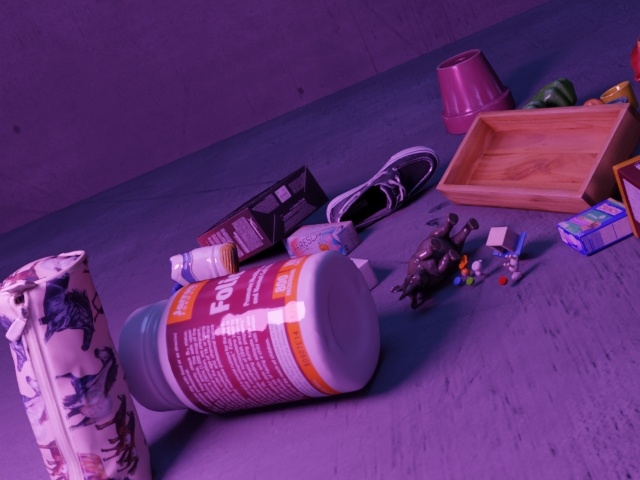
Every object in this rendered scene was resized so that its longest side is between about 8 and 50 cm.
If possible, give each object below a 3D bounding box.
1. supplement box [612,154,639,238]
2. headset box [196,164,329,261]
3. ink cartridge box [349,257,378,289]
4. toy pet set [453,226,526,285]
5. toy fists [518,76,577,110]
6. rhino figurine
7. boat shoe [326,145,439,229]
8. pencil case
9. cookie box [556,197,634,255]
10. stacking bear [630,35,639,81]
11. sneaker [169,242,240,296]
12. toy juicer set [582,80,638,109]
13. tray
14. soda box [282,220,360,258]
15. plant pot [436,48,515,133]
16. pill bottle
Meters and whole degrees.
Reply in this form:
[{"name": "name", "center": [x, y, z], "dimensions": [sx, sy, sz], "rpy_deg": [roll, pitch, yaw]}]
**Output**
[{"name": "supplement box", "center": [0.581, -0.068, 1.297], "dimensions": [0.191, 0.129, 0.194], "rpy_deg": [-23, 19, 5]}, {"name": "headset box", "center": [-0.151, -0.047, 2.110], "dimensions": [0.218, 0.110, 0.293], "rpy_deg": [-40, 9, -38]}, {"name": "ink cartridge box", "center": [0.032, 0.081, 1.698], "dimensions": [0.099, 0.056, 0.135], "rpy_deg": [-36, 22, -28]}, {"name": "toy pet set", "center": [0.310, 0.037, 1.500], "dimensions": [0.122, 0.065, 0.114], "rpy_deg": [-2, 64, 55]}, {"name": "toy fists", "center": [0.497, -0.277, 1.977], "dimensions": [0.279, 0.096, 0.142], "rpy_deg": [-39, -6, -36]}, {"name": "rhino figurine", "center": [0.198, 0.042, 1.552], "dimensions": [0.243, 0.073, 0.106], "rpy_deg": [-46, -5, -45]}, {"name": "boat shoe", "center": [0.154, -0.115, 1.995], "dimensions": [0.301, 0.108, 0.102], "rpy_deg": [-30, 19, -5]}, {"name": "pencil case", "center": [-0.381, 0.230, 1.318], "dimensions": [0.159, 0.410, 0.183], "rpy_deg": [-11, 9, 19]}, {"name": "cookie box", "center": [0.470, -0.024, 1.456], "dimensions": [0.107, 0.040, 0.092], "rpy_deg": [-25, 18, -3]}, {"name": "stacking bear", "center": [0.849, -0.458, 1.970], "dimensions": [0.289, 0.164, 0.175], "rpy_deg": [-23, 40, 40]}, {"name": "sneaker", "center": [-0.211, 0.099, 1.619], "dimensions": [0.131, 0.296, 0.112], "rpy_deg": [-6, 54, -3]}, {"name": "toy juicer set", "center": [0.543, -0.233, 1.788], "dimensions": [0.209, 0.089, 0.329], "rpy_deg": [-29, 10, 31]}, {"name": "tray", "center": [0.424, -0.160, 1.710], "dimensions": [0.411, 0.076, 0.203], "rpy_deg": [9, 67, 60]}, {"name": "soda box", "center": [0.000, 0.000, 1.953], "dimensions": [0.183, 0.058, 0.063], "rpy_deg": [-6, 26, 45]}, {"name": "plant pot", "center": [0.409, -0.414, 2.360], "dimensions": [0.201, 0.180, 0.201], "rpy_deg": [-23, 19, 9]}, {"name": "pill bottle", "center": [-0.122, 0.161, 1.412], "dimensions": [0.392, 0.224, 0.224], "rpy_deg": [-15, 21, 27]}]
